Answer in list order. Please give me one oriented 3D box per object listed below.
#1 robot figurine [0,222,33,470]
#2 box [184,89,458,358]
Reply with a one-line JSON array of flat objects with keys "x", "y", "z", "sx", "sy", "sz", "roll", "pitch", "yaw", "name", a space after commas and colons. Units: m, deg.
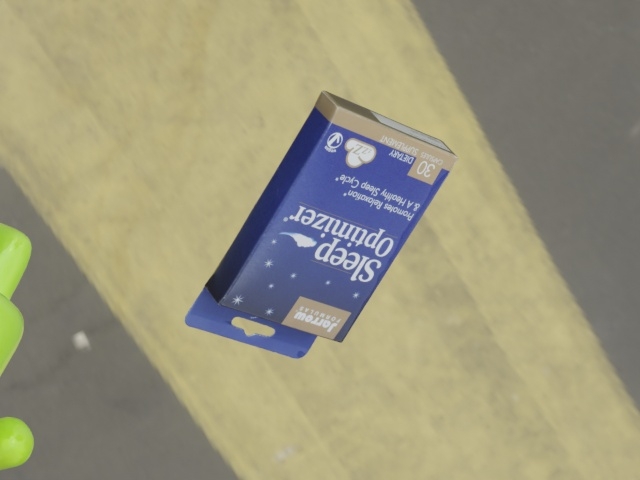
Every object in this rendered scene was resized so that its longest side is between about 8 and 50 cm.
[{"x": -0.129, "y": 0.038, "z": 0.537, "sx": 0.115, "sy": 0.067, "sz": 0.101, "roll": -61, "pitch": 142, "yaw": -14, "name": "robot figurine"}, {"x": 0.000, "y": 0.000, "z": 1.539, "sx": 0.136, "sy": 0.036, "sz": 0.225, "roll": 19, "pitch": 111, "yaw": -38, "name": "box"}]
